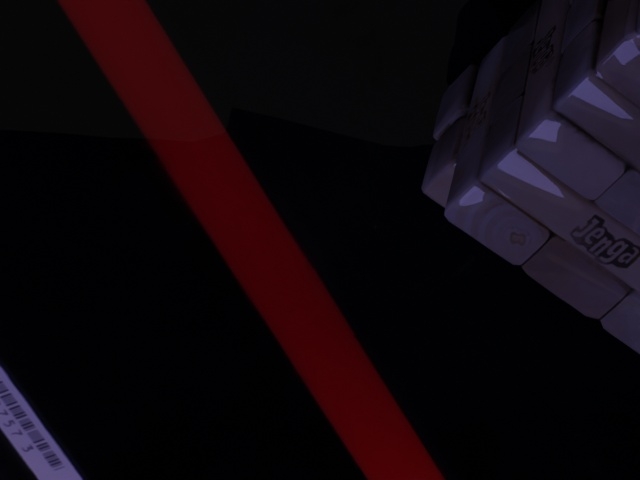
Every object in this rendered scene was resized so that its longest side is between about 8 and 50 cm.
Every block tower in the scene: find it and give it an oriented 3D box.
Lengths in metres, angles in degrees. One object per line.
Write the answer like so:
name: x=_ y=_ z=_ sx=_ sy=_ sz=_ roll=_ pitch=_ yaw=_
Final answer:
block tower: x=0.166 y=-0.096 z=0.535 sx=0.097 sy=0.091 sz=0.335 roll=34 pitch=127 yaw=-13

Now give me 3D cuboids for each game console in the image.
game console: x=0.000 y=0.000 z=0.732 sx=0.342 sy=0.060 sz=0.386 roll=-20 pitch=117 yaw=23
